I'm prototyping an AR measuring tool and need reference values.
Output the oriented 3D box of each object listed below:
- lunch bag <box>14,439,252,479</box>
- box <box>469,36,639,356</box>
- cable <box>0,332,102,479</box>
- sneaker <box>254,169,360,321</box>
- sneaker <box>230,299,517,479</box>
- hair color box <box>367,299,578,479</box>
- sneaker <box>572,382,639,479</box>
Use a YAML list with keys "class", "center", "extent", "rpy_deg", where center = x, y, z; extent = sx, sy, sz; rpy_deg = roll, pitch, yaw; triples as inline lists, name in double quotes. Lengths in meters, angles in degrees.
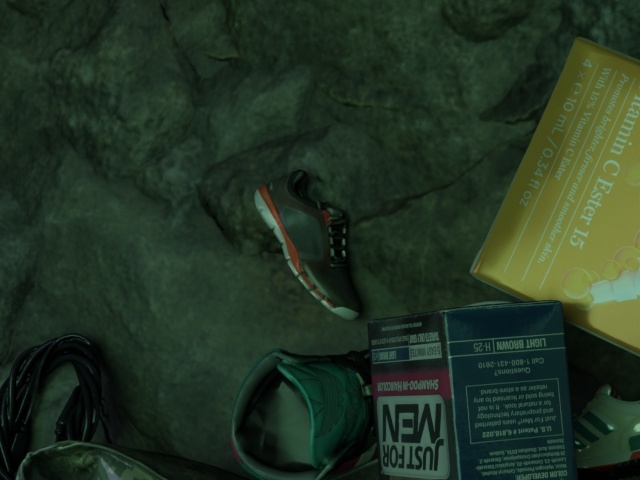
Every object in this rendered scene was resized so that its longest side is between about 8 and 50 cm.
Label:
- class: "lunch bag"
  center: [-0.111, 0.276, 1.520]
  extent: [0.287, 0.235, 0.169]
  rpy_deg: [26, 91, 24]
- class: "box"
  center: [0.332, 0.008, 1.390]
  extent: [0.345, 0.168, 0.215]
  rpy_deg: [25, 95, 23]
- class: "cable"
  center: [-0.268, 0.175, 1.672]
  extent: [0.150, 0.047, 0.184]
  rpy_deg: [18, 80, 55]
- class: "sneaker"
  center: [0.000, 0.000, 1.596]
  extent: [0.065, 0.061, 0.158]
  rpy_deg: [-36, 73, 10]
- class: "sneaker"
  center: [0.040, 0.131, 1.499]
  extent: [0.295, 0.178, 0.123]
  rpy_deg: [-29, 75, 18]
- class: "hair color box"
  center: [0.124, 0.227, 1.365]
  extent: [0.105, 0.174, 0.347]
  rpy_deg: [-4, 85, -18]
- class: "sneaker"
  center: [0.233, 0.165, 1.488]
  extent: [0.161, 0.057, 0.075]
  rpy_deg: [-13, 64, 23]
